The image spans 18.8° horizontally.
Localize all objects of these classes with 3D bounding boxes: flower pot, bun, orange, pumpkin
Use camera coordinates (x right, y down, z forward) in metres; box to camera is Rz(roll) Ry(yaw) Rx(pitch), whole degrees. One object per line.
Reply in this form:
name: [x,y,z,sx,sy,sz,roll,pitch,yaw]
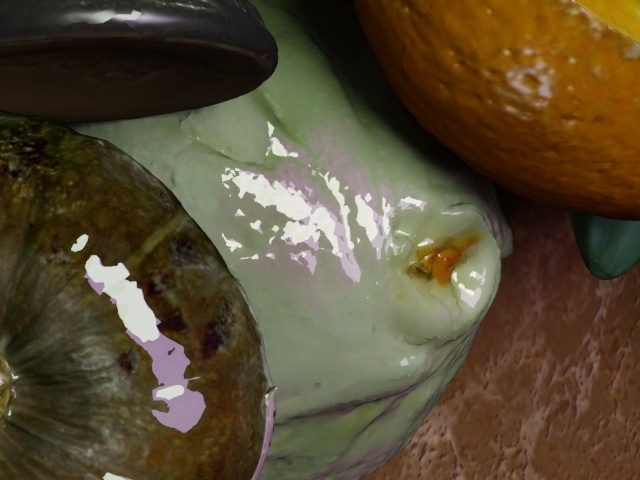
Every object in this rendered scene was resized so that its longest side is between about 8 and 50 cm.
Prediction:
flower pot: [-0.122,-0.201,0.906,0.266,0.266,0.267,0,82,-39]
bun: [0.000,0.000,1.055,0.293,0.187,0.293,3,85,-37]
orange: [0.159,-0.134,0.989,0.310,0.274,0.274,-15,96,-17]
pumpkin: [-0.155,0.066,0.882,0.260,0.189,0.260,0,86,-1]

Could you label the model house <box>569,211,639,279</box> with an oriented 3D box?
model house: [0.277,-0.082,1.267,0.298,0.243,0.284,11,88,-34]
